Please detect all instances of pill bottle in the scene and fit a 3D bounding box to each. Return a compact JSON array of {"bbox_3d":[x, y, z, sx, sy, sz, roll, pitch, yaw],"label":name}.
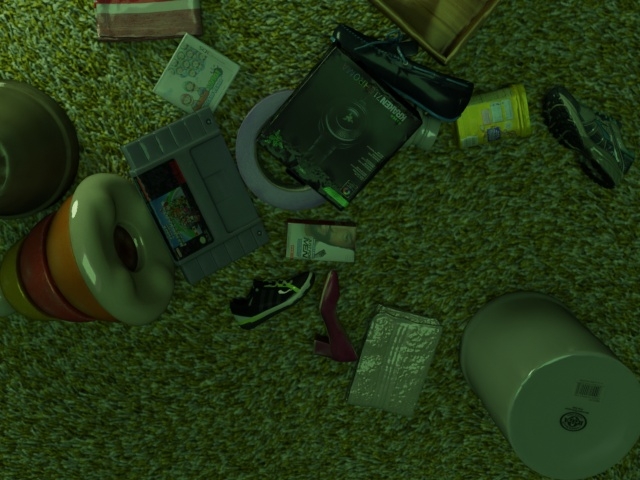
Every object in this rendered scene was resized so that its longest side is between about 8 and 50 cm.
[{"bbox_3d":[0.176,-0.276,1.747,0.187,0.112,0.112,20,102,-8],"label":"pill bottle"}]

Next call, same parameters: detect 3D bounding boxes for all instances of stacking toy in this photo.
[{"bbox_3d":[-0.610,0.073,1.724,0.480,0.350,0.350,-17,105,17],"label":"stacking toy"}]

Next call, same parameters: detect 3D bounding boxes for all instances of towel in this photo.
[{"bbox_3d":[0.189,0.310,1.925,0.187,0.049,0.282,14,103,-6],"label":"towel"},{"bbox_3d":[-0.394,-0.612,1.672,0.237,0.037,0.328,-5,104,-3],"label":"towel"}]

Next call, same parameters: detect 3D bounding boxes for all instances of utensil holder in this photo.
[{"bbox_3d":[0.529,0.331,1.777,0.328,0.385,0.327,-1,105,-3],"label":"utensil holder"}]

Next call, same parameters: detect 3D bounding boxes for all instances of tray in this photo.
[{"bbox_3d":[0.192,-0.603,1.688,0.411,0.076,0.203,39,98,-12],"label":"tray"}]

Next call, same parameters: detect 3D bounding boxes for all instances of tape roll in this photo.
[{"bbox_3d":[-0.059,-0.212,1.762,0.275,0.090,0.274,-1,104,-2],"label":"tape roll"}]

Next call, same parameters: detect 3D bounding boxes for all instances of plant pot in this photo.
[{"bbox_3d":[-0.721,-0.184,1.634,0.323,0.280,0.323,-1,103,-3],"label":"plant pot"}]

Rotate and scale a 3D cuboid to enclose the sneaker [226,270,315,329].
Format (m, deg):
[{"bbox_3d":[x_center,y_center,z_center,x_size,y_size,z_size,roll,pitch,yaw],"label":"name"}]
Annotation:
[{"bbox_3d":[-0.125,0.129,1.844,0.235,0.084,0.097,-33,102,5],"label":"sneaker"}]

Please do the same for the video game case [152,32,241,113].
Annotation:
[{"bbox_3d":[-0.283,-0.370,1.729,0.143,0.019,0.157,29,105,-20],"label":"video game case"}]

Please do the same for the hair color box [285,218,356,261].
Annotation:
[{"bbox_3d":[0.000,0.000,1.836,0.167,0.053,0.093,2,103,-5],"label":"hair color box"}]

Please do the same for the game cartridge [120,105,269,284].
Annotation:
[{"bbox_3d":[-0.284,-0.100,1.739,0.230,0.068,0.355,-32,110,-24],"label":"game cartridge"}]

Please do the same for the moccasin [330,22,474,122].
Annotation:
[{"bbox_3d":[0.188,-0.400,1.700,0.342,0.137,0.116,30,112,-9],"label":"moccasin"}]

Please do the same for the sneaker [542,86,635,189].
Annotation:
[{"bbox_3d":[0.641,-0.262,1.797,0.122,0.110,0.283,-44,105,-11],"label":"sneaker"}]

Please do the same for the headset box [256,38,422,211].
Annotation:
[{"bbox_3d":[0.033,-0.240,1.632,0.246,0.131,0.283,40,108,-12],"label":"headset box"}]

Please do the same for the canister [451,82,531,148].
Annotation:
[{"bbox_3d":[0.396,-0.291,1.776,0.170,0.073,0.126,-12,104,1],"label":"canister"}]

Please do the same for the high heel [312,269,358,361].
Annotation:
[{"bbox_3d":[0.052,0.191,1.866,0.117,0.082,0.244,9,107,2],"label":"high heel"}]
